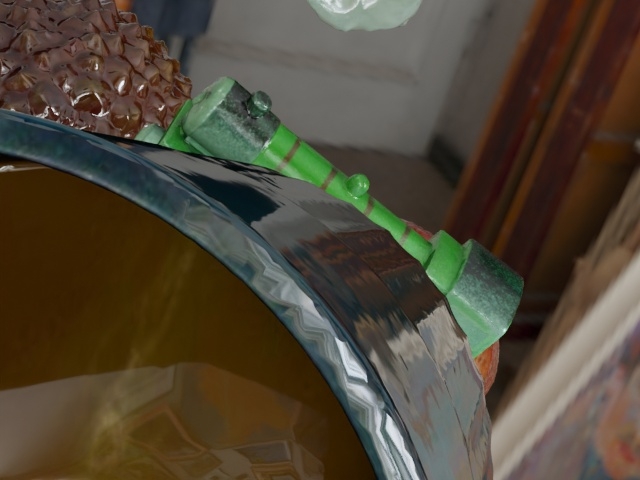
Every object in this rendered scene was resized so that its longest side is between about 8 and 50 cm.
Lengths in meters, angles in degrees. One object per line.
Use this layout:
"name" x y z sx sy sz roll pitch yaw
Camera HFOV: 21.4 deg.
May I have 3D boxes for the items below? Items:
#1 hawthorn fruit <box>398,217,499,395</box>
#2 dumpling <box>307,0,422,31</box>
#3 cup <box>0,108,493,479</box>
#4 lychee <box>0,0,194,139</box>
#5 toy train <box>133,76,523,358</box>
"hawthorn fruit" 0.054 0.074 1.330 0.189 0.189 0.189 16 26 -8
"dumpling" 0.077 -0.336 1.478 0.270 0.211 0.320 -5 32 32
"cup" -0.040 0.098 0.504 0.308 0.242 0.292 23 5 6
"lychee" -0.210 -0.057 1.245 0.276 0.275 0.304 14 -15 -12
"toy train" 0.000 0.000 1.031 0.251 0.119 0.085 39 38 -11
